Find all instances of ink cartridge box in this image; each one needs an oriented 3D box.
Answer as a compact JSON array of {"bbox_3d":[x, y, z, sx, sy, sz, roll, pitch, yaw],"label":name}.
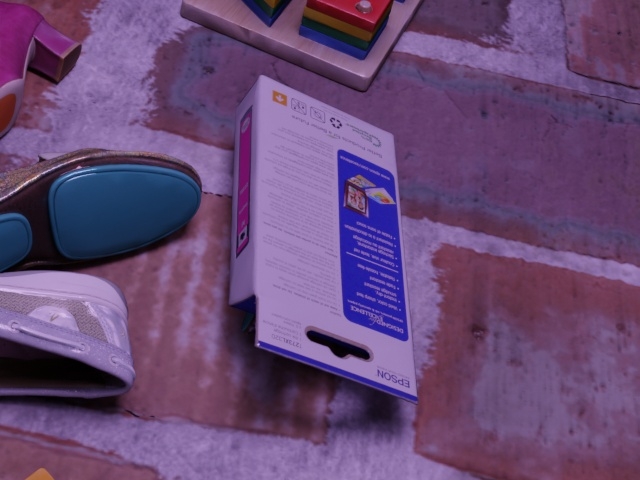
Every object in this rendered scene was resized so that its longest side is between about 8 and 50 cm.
[{"bbox_3d":[0.000,0.000,1.208,0.176,0.069,0.370,22,40,-23],"label":"ink cartridge box"}]

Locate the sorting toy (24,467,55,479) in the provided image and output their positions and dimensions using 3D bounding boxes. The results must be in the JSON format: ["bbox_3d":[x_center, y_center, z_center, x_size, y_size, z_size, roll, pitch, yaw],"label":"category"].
[{"bbox_3d":[-0.299,0.284,0.869,0.196,0.047,0.347,40,47,-4],"label":"sorting toy"}]

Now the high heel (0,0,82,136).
[{"bbox_3d":[-0.364,-0.187,1.299,0.117,0.082,0.244,29,43,3],"label":"high heel"}]

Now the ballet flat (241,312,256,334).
[{"bbox_3d":[-0.047,0.052,1.202,0.041,0.041,0.114,15,47,-2],"label":"ballet flat"}]

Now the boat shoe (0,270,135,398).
[{"bbox_3d":[-0.321,0.091,1.040,0.321,0.118,0.103,3,43,-22],"label":"boat shoe"}]

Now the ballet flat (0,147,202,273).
[{"bbox_3d":[-0.285,-0.030,1.168,0.349,0.123,0.123,-20,56,-30],"label":"ballet flat"}]

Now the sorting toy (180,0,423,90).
[{"bbox_3d":[-0.006,-0.339,1.538,0.256,0.089,0.257,24,47,7],"label":"sorting toy"}]
